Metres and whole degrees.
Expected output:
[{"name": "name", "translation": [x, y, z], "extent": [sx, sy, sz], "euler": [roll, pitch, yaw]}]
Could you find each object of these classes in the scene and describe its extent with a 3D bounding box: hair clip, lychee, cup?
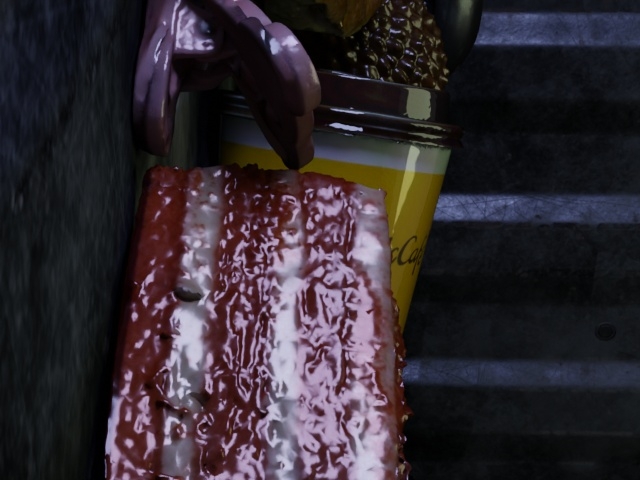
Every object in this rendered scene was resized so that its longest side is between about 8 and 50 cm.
[{"name": "hair clip", "translation": [-0.049, -0.113, 0.978], "extent": [0.123, 0.102, 0.138], "euler": [92, 0, -59]}, {"name": "lychee", "translation": [0.028, -0.160, 1.595], "extent": [0.238, 0.200, 0.200], "euler": [58, 28, -47]}, {"name": "cup", "translation": [0.000, 0.000, 1.322], "extent": [0.196, 0.196, 0.279], "euler": [-49, 148, -86]}]

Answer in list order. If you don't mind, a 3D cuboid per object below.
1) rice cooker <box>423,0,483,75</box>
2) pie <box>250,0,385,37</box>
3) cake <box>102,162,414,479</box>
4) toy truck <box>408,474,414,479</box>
[{"name": "rice cooker", "translation": [0.073, -0.309, 2.037], "extent": [0.224, 0.267, 0.267], "euler": [-74, 165, -68]}, {"name": "pie", "translation": [0.010, -0.312, 1.329], "extent": [0.339, 0.083, 0.339], "euler": [5, 90, -74]}, {"name": "cake", "translation": [-0.029, 0.102, 0.926], "extent": [0.159, 0.158, 0.262], "euler": [94, -2, -50]}, {"name": "toy truck", "translation": [-0.008, 0.257, 1.208], "extent": [0.177, 0.161, 0.213], "euler": [72, 19, -67]}]
